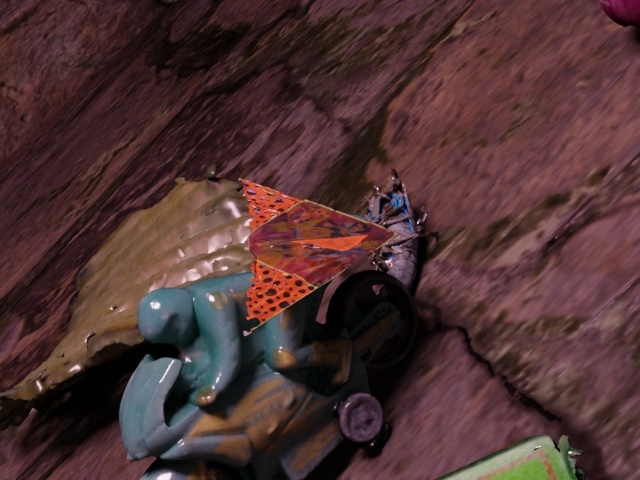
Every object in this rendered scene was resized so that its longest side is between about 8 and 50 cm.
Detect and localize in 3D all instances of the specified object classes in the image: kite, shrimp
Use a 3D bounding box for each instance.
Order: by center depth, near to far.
[{"bbox_3d":[0.000,-0.001,0.768,0.125,0.008,0.222,-3,32,-5],"label":"kite"},{"bbox_3d":[0.064,0.012,0.923,0.082,0.076,0.174,104,-176,-53],"label":"shrimp"}]

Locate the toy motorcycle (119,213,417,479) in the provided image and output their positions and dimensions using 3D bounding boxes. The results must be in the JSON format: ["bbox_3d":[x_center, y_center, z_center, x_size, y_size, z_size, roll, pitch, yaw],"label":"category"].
[{"bbox_3d":[-0.051,0.099,0.775,0.296,0.198,0.109,-40,18,-26],"label":"toy motorcycle"}]

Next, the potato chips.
[{"bbox_3d":[-0.217,0.066,1.175,0.389,0.097,0.373,-27,25,33],"label":"potato chips"}]

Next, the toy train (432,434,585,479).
[{"bbox_3d":[0.085,0.226,0.496,0.188,0.132,0.243,-27,29,13],"label":"toy train"}]

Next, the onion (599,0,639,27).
[{"bbox_3d":[0.302,-0.235,0.886,0.115,0.104,0.115,-15,32,10],"label":"onion"}]
